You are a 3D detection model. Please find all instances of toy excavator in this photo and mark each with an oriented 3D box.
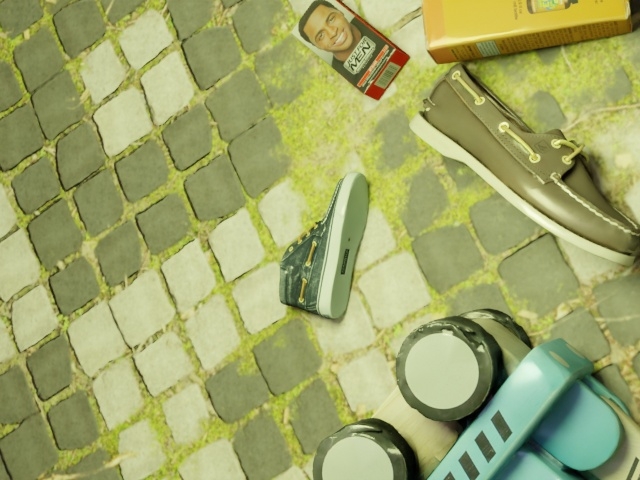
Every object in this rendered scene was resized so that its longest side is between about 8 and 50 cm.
[{"bbox_3d":[0.287,0.233,1.572,0.445,0.222,0.433,40,102,14],"label":"toy excavator"}]

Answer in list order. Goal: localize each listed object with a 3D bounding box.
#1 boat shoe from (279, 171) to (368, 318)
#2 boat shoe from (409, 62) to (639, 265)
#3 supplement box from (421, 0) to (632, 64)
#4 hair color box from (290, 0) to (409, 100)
[{"bbox_3d":[0.000,0.000,1.820,0.083,0.065,0.183,12,89,28],"label":"boat shoe"},{"bbox_3d":[0.241,-0.088,1.677,0.324,0.116,0.096,40,105,34],"label":"boat shoe"},{"bbox_3d":[0.237,-0.262,1.698,0.233,0.080,0.078,-7,78,16],"label":"supplement box"},{"bbox_3d":[0.036,-0.245,1.852,0.141,0.043,0.072,42,104,28],"label":"hair color box"}]
